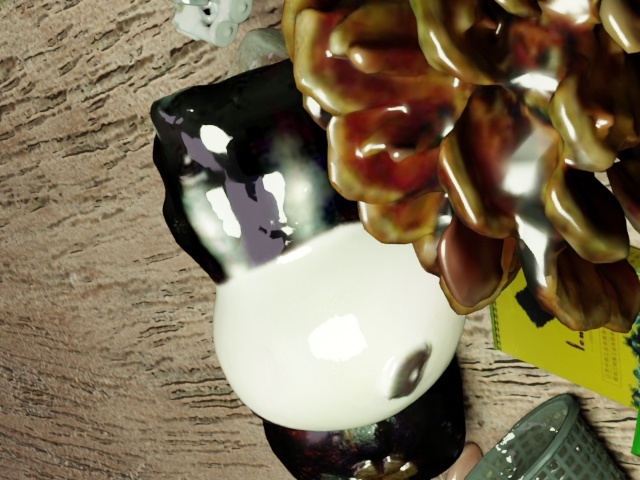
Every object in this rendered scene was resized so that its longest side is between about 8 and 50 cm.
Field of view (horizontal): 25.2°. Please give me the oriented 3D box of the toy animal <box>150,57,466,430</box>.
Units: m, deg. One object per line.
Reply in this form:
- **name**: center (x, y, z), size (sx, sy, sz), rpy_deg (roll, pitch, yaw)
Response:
- **toy animal**: center (0.005, -0.001, 1.032), size (0.212, 0.212, 0.267), rpy_deg (-17, 96, 57)

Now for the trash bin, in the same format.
- **trash bin**: center (0.229, 0.263, 1.362), size (0.161, 0.175, 0.175), rpy_deg (47, 148, -2)

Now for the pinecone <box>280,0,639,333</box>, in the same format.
- **pinecone**: center (0.182, -0.129, 0.875), size (0.397, 0.397, 0.398), rpy_deg (34, 142, 32)

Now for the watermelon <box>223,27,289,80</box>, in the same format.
- **watermelon**: center (0.007, -0.080, 1.308), size (0.258, 0.228, 0.387), rpy_deg (59, 156, 2)

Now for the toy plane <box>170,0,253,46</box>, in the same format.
- **toy plane**: center (-0.108, -0.312, 1.332), size (0.267, 0.122, 0.267), rpy_deg (16, 113, 43)

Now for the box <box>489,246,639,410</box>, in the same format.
- **box**: center (0.259, 0.073, 1.253), size (0.279, 0.041, 0.153), rpy_deg (23, 136, 43)

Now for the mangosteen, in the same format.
- **mangosteen**: center (0.038, 0.152, 1.484), size (0.243, 0.243, 0.243), rpy_deg (34, 142, 32)

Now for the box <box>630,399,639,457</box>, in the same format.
- **box**: center (0.298, 0.045, 1.033), size (0.034, 0.235, 0.132), rpy_deg (21, 163, -30)

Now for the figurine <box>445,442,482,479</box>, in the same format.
- **figurine**: center (0.174, 0.435, 1.591), size (0.193, 0.154, 0.421), rpy_deg (-9, 112, 51)
